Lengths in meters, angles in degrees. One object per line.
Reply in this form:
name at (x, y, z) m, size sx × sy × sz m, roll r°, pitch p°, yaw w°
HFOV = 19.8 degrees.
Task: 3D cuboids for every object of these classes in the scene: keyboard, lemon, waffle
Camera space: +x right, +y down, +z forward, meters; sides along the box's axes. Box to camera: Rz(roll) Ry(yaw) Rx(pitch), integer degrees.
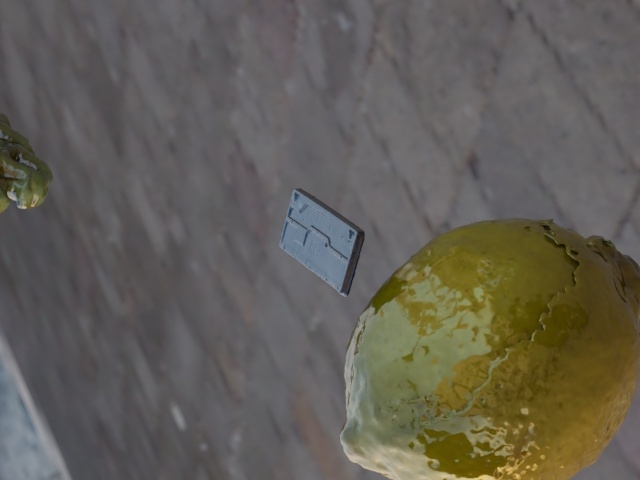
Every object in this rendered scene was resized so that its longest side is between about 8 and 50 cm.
keyboard at (0.000, 0.000, 1.396) m, size 0.155 × 0.010 × 0.053 m, roll -143°, pitch 66°, yaw -66°
lemon at (0.130, 0.090, 1.351) m, size 0.204 × 0.260 × 0.204 m, roll 53°, pitch 170°, yaw 13°
waffle at (-0.262, -0.063, 1.149) m, size 0.183 × 0.169 × 0.036 m, roll 38°, pitch 120°, yaw 48°
